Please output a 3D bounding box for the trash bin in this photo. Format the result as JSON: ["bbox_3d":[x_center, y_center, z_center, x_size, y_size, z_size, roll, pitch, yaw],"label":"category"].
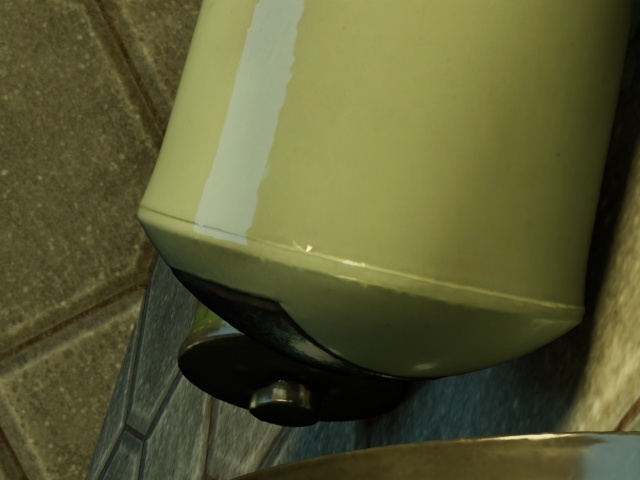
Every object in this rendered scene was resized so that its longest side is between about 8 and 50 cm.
[{"bbox_3d":[0.057,-0.129,1.010,0.280,0.280,0.432,-159,82,-76],"label":"trash bin"}]

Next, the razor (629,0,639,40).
[{"bbox_3d":[0.234,-0.266,1.069,0.111,0.056,0.278,-133,55,-72],"label":"razor"}]

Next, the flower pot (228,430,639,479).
[{"bbox_3d":[0.081,0.179,0.747,0.269,0.269,0.166,177,88,-76],"label":"flower pot"}]

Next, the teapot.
[{"bbox_3d":[0.000,0.000,1.376,0.270,0.200,0.337,78,-160,-63],"label":"teapot"}]
